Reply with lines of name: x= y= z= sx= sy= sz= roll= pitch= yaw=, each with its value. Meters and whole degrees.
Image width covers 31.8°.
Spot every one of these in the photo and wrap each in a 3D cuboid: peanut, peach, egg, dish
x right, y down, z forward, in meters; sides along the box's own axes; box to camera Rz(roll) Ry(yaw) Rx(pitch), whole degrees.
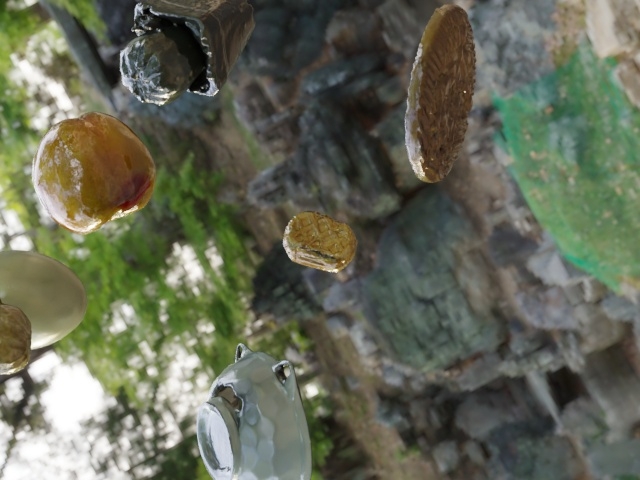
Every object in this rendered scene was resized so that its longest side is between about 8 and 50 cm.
peanut: x=-0.532 y=0.140 z=1.817 sx=0.226 sy=0.108 sz=0.095 roll=35 pitch=133 yaw=45
peach: x=-0.259 y=-0.080 z=1.279 sx=0.138 sy=0.138 sz=0.138 roll=62 pitch=178 yaw=5
egg: x=-0.550 y=0.110 z=2.064 sx=0.186 sy=0.242 sz=0.186 roll=180 pitch=90 yaw=-87
dish: x=-0.130 y=0.331 z=1.920 sx=0.303 sy=0.120 sz=0.303 roll=25 pitch=120 yaw=55

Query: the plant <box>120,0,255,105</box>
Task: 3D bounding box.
plant: x=-0.217 y=-0.320 z=1.813 sx=0.164 sy=0.256 sz=0.141 roll=19 pitch=138 yaw=27

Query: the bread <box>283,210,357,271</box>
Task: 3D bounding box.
bread: x=0.000 y=0.000 z=1.667 sx=0.044 sy=0.111 sz=0.083 roll=96 pitch=-167 yaw=-64

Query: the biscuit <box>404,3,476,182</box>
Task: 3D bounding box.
biscuit: x=0.130 y=-0.152 z=1.172 sx=0.188 sy=0.027 sz=0.187 roll=11 pitch=-90 yaw=-68
